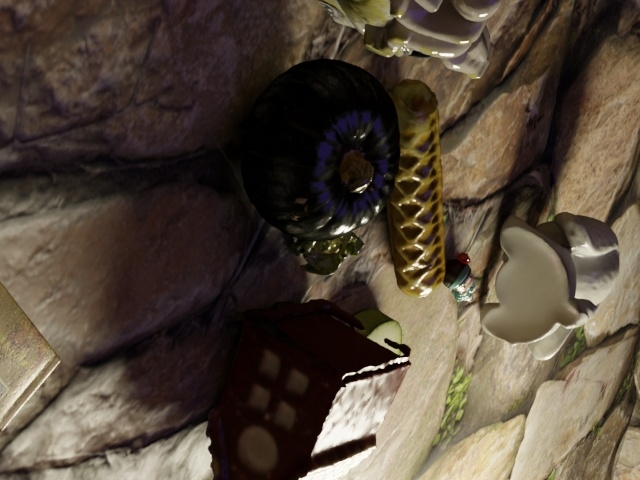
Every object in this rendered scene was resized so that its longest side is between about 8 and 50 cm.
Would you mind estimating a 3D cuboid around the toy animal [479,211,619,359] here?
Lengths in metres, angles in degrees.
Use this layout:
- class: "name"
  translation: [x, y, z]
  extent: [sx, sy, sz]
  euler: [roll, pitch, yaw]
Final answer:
- class: "toy animal"
  translation: [0.425, 0.064, 1.980]
  extent: [0.265, 0.206, 0.271]
  euler: [-15, 120, -52]

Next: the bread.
- class: "bread"
  translation: [0.127, -0.058, 1.505]
  extent: [0.077, 0.084, 0.367]
  euler: [-14, 136, -7]

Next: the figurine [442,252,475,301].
- class: "figurine"
  translation: [0.226, 0.061, 1.797]
  extent: [0.060, 0.047, 0.106]
  euler: [-52, 152, -8]

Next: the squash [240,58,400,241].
- class: "squash"
  translation: [0.004, -0.094, 1.193]
  extent: [0.193, 0.156, 0.193]
  euler: [3, 87, -48]

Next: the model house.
- class: "model house"
  translation: [-0.025, 0.219, 1.367]
  extent: [0.196, 0.160, 0.253]
  euler: [-5, 116, -60]

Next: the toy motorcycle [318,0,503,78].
- class: "toy motorcycle"
  translation: [0.093, -0.254, 1.156]
  extent: [0.341, 0.223, 0.107]
  euler: [33, 76, -64]

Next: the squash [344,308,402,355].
- class: "squash"
  translation: [0.044, 0.203, 1.605]
  extent: [0.219, 0.041, 0.219]
  euler: [-43, 149, -35]

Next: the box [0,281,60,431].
- class: "box"
  translation: [-0.285, 0.093, 0.966]
  extent: [0.089, 0.022, 0.156]
  euler: [-53, 149, -22]

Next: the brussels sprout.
- class: "brussels sprout"
  translation: [0.000, 0.000, 1.358]
  extent: [0.085, 0.058, 0.085]
  euler: [-20, 148, -13]
